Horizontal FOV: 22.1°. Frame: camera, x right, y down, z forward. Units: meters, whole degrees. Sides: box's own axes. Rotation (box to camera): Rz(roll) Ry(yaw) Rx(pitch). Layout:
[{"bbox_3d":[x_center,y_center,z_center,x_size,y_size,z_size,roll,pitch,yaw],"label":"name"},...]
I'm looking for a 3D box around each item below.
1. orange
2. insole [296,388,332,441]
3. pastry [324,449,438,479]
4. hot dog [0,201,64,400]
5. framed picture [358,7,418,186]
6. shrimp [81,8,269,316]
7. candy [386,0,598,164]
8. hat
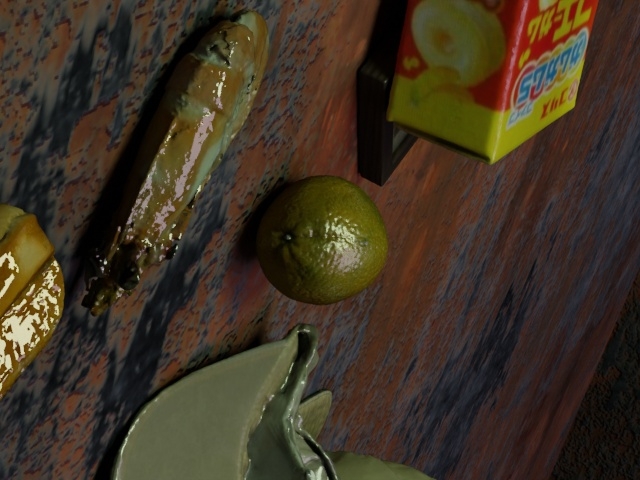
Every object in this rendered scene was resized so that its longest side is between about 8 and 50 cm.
[{"bbox_3d":[0.000,0.000,1.066,0.095,0.085,0.085,-4,120,-66],"label":"orange"},{"bbox_3d":[-0.042,0.165,1.303,0.248,0.011,0.081,-15,130,-67],"label":"insole"},{"bbox_3d":[0.041,0.306,1.369,0.133,0.264,0.265,-40,152,-55],"label":"pastry"},{"bbox_3d":[-0.190,0.078,0.682,0.236,0.062,0.092,-53,161,-34],"label":"hot dog"},{"bbox_3d":[0.081,-0.137,1.187,0.168,0.023,0.128,-53,160,-26],"label":"framed picture"},{"bbox_3d":[-0.073,-0.039,0.870,0.184,0.043,0.091,-60,166,-11],"label":"shrimp"},{"bbox_3d":[0.133,-0.203,1.081,0.146,0.088,0.276,-33,141,-52],"label":"candy"},{"bbox_3d":[-0.055,0.182,1.125,0.244,0.214,0.149,-12,168,-33],"label":"hat"}]
